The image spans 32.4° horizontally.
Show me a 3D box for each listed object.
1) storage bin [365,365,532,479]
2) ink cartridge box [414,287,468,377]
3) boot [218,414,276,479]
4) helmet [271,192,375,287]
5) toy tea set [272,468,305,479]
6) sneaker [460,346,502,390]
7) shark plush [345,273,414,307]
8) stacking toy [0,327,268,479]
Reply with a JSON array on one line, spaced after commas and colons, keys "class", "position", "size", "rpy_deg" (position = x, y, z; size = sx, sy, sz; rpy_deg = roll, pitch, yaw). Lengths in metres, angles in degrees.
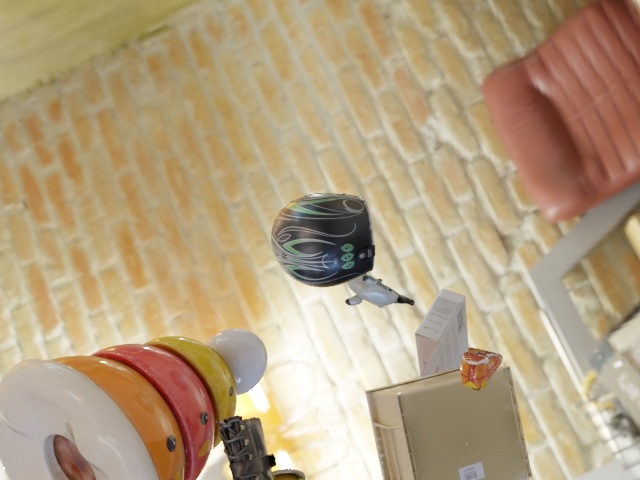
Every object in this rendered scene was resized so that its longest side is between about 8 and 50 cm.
[{"class": "storage bin", "position": [0.251, 0.388, 2.119], "size": [0.123, 0.262, 0.260], "rpy_deg": [-14, 86, 64]}, {"class": "ink cartridge box", "position": [0.250, 0.294, 2.451], "size": [0.066, 0.261, 0.296], "rpy_deg": [19, 147, 24]}, {"class": "boot", "position": [-0.105, 0.365, 1.575], "size": [0.263, 0.091, 0.228], "rpy_deg": [18, -125, -82]}, {"class": "helmet", "position": [0.000, 0.000, 1.826], "size": [0.169, 0.162, 0.169], "rpy_deg": [174, 90, -83]}, {"class": "toy tea set", "position": [-0.111, 0.534, 1.962], "size": [0.200, 0.336, 0.124], "rpy_deg": [30, -144, -42]}, {"class": "sneaker", "position": [0.276, 0.225, 1.933], "size": [0.175, 0.064, 0.067], "rpy_deg": [-2, -79, -66]}, {"class": "shark plush", "position": [0.115, 0.087, 2.115], "size": [0.067, 0.161, 0.073], "rpy_deg": [-105, 31, -53]}, {"class": "stacking toy", "position": [-0.253, 0.262, 1.797], "size": [0.480, 0.351, 0.350], "rpy_deg": [-33, -80, -46]}]
